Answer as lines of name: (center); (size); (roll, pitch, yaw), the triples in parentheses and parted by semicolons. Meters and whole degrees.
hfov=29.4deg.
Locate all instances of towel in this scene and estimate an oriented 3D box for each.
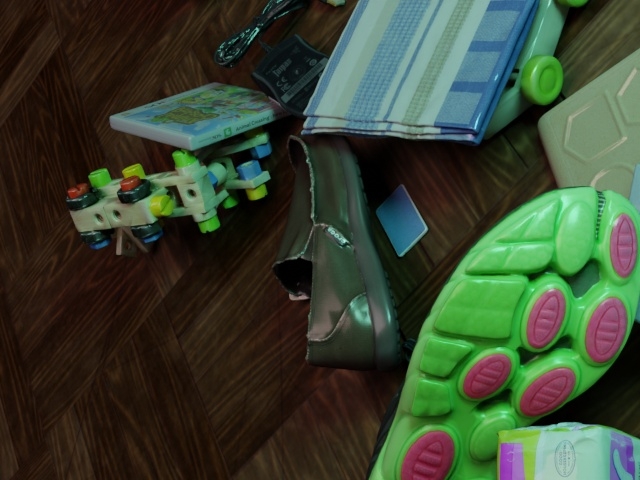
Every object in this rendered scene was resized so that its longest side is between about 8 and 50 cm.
towel: (0.113, -0.207, 1.442); (0.285, 0.034, 0.209); (8, 68, 46)

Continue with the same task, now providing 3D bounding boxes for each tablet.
tablet: (0.101, -0.025, 1.528); (0.054, 0.006, 0.083); (-47, 47, 25)

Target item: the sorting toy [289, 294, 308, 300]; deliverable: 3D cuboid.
sorting toy: (-0.015, 0.028, 1.594); (0.083, 0.044, 0.075); (101, 173, -59)

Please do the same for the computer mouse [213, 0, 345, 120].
computer mouse: (-0.015, -0.259, 1.702); (0.184, 0.060, 0.262); (-46, 47, -6)

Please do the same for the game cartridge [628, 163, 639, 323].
game cartridge: (0.417, 0.018, 1.117); (0.297, 0.062, 0.198); (11, 92, 40)

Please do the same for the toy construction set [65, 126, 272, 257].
toy construction set: (-0.233, -0.067, 1.758); (0.327, 0.215, 0.151); (-23, 102, 40)

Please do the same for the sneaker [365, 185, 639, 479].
sneaker: (0.157, 0.136, 1.241); (0.202, 0.185, 0.483); (-82, 18, -63)

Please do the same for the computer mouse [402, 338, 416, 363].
computer mouse: (0.174, 0.099, 1.380); (0.193, 0.042, 0.106); (-49, 45, 22)

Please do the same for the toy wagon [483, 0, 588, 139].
toy wagon: (0.207, -0.296, 1.473); (0.267, 0.068, 0.345); (18, 88, 48)

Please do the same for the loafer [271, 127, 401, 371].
loafer: (0.000, 0.000, 1.487); (0.130, 0.134, 0.366); (-12, 52, -3)

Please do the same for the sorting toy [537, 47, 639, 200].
sorting toy: (0.335, -0.100, 1.295); (0.208, 0.038, 0.193); (-39, 51, 36)

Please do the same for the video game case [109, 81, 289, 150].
video game case: (-0.166, -0.181, 1.743); (0.212, 0.193, 0.023); (18, 124, 48)

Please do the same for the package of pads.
package of pads: (0.252, 0.282, 1.042); (0.101, 0.296, 0.229); (-10, 68, 36)
